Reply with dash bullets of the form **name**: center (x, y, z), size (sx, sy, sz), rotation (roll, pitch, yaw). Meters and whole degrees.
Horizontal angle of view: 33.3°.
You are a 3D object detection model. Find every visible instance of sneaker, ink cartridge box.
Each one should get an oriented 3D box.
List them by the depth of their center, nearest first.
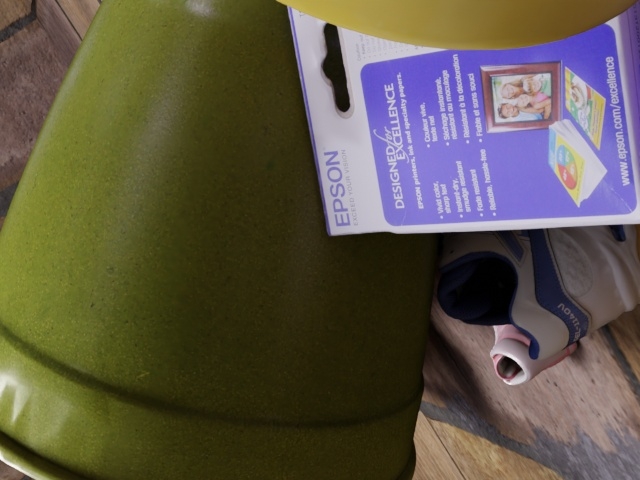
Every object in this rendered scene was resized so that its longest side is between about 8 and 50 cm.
- **ink cartridge box**: center (0.078, -0.109, 0.594), size (0.208, 0.045, 0.206), rotation (-2, 102, 37)
- **sneaker**: center (0.127, -0.004, 0.848), size (0.112, 0.131, 0.296), rotation (60, 168, -25)
- **sneaker**: center (0.182, 0.096, 1.030), size (0.051, 0.070, 0.134), rotation (58, 168, -20)

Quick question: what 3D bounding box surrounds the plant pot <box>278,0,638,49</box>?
- **plant pot**: center (0.061, -0.230, 0.331), size (0.254, 0.254, 0.239), rotation (52, 151, 14)

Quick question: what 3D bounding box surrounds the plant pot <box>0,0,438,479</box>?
- **plant pot**: center (-0.059, -0.035, 0.793), size (0.366, 0.366, 0.353), rotation (36, 116, 54)
